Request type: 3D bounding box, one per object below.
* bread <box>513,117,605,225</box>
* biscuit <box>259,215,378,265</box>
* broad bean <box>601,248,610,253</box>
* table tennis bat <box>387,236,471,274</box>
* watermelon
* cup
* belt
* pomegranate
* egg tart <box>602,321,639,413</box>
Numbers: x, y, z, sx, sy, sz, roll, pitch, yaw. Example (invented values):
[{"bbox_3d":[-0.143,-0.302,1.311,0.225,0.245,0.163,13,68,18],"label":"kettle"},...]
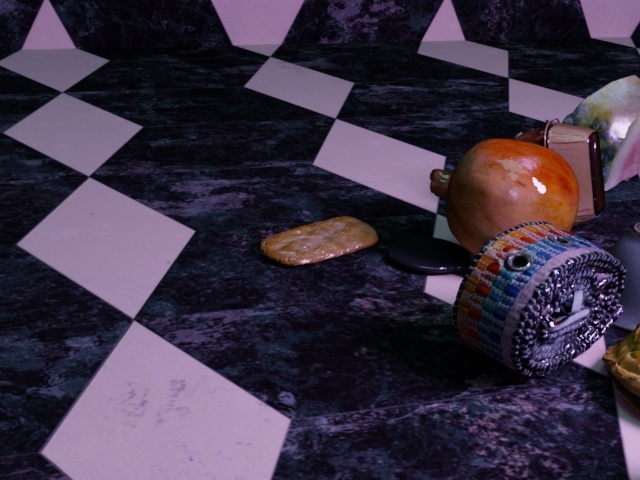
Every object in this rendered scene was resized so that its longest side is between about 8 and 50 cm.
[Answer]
[{"bbox_3d":[0.450,-0.126,2.084,0.212,0.224,0.142,-2,13,26],"label":"bread"},{"bbox_3d":[0.000,0.000,1.967,0.247,0.029,0.118,-16,31,-38],"label":"biscuit"},{"bbox_3d":[0.392,0.049,1.817,0.298,0.060,0.043,-15,62,-11],"label":"broad bean"},{"bbox_3d":[0.229,0.036,1.918,0.236,0.027,0.150,21,29,38],"label":"table tennis bat"},{"bbox_3d":[0.625,-0.226,2.397,0.193,0.232,0.310,31,80,43],"label":"watermelon"},{"bbox_3d":[0.554,0.051,1.770,0.199,0.150,0.199,2,24,-1],"label":"cup"},{"bbox_3d":[0.330,0.078,1.610,0.295,0.206,0.160,-22,36,-40],"label":"belt"},{"bbox_3d":[0.326,-0.074,1.905,0.271,0.229,0.252,19,18,3],"label":"pomegranate"},{"bbox_3d":[0.560,0.171,1.539,0.297,0.132,0.297,3,17,-1],"label":"egg tart"}]
